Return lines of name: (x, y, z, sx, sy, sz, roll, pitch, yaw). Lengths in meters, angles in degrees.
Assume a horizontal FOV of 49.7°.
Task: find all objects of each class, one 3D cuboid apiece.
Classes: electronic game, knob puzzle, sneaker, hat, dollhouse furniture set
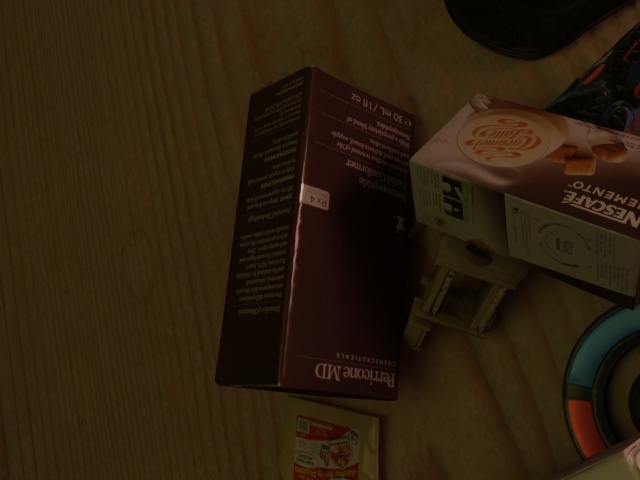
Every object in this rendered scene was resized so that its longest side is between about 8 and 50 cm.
electronic game: (0.352, 0.166, 0.682, 0.229, 0.048, 0.230, -4, 84, 41)
knob puzzle: (0.015, 0.333, 0.986, 0.213, 0.030, 0.213, -4, 84, 41)
sneaker: (0.311, -0.158, 0.732, 0.083, 0.087, 0.221, 46, 136, -1)
hat: (0.240, -0.381, 0.770, 0.331, 0.133, 0.332, -5, 83, 43)
dollhouse furniture set: (0.182, 0.035, 0.853, 0.101, 0.161, 0.182, 18, 141, 5)

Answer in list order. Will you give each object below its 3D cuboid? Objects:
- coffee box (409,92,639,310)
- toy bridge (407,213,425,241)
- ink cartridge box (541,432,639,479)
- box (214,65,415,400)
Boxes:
coffee box: (0.234, -0.050, 0.708, 0.246, 0.141, 0.098, 26, 147, 34)
toy bridge: (0.109, -0.032, 0.932, 0.188, 0.026, 0.063, -46, 59, 31)
ink cartridge box: (0.267, 0.333, 0.667, 0.283, 0.117, 0.207, -46, 63, 38)
box: (0.000, 0.000, 0.868, 0.143, 0.191, 0.382, -9, 71, 49)
